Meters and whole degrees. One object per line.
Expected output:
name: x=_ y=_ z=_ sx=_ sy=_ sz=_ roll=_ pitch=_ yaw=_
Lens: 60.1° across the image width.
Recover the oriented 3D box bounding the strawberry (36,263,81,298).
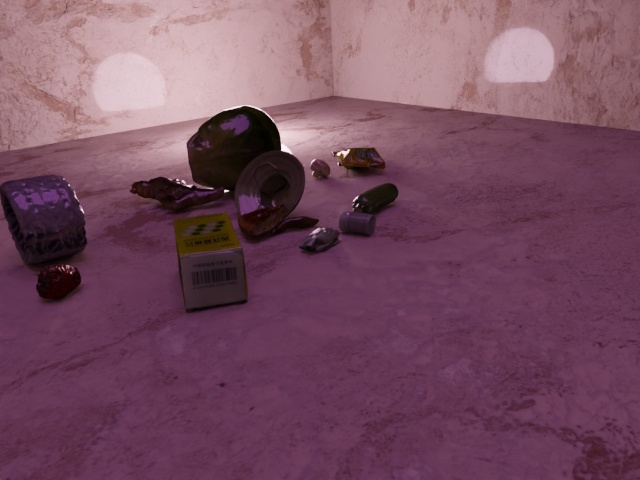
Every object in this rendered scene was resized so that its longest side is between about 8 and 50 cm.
strawberry: x=-0.601 y=0.091 z=1.270 sx=0.096 sy=0.083 sz=0.083 roll=-9 pitch=22 yaw=-35

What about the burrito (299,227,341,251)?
burrito: x=-0.003 y=-0.001 z=1.461 sx=0.074 sy=0.044 sz=0.118 roll=14 pitch=24 yaw=27

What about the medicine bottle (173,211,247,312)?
medicine bottle: x=-0.255 y=0.041 z=1.266 sx=0.137 sy=0.141 sz=0.250 roll=-6 pitch=22 yaw=-16

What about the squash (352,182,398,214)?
squash: x=0.166 y=-0.126 z=1.705 sx=0.077 sy=0.068 sz=0.219 roll=18 pitch=31 yaw=31

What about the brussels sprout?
brussels sprout: x=-0.301 y=-0.312 z=1.935 sx=0.355 sy=0.289 sz=0.281 roll=-20 pitch=14 yaw=-24

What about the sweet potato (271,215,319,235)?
sweet potato: x=-0.076 y=-0.047 z=1.586 sx=0.153 sy=0.038 sz=0.041 roll=-15 pitch=36 yaw=-22

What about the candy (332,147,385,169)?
candy: x=0.146 y=-0.329 z=2.181 sx=0.187 sy=0.081 sz=0.297 roll=-3 pitch=22 yaw=-5

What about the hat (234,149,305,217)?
hat: x=-0.133 y=-0.144 z=1.713 sx=0.252 sy=0.252 sz=0.110 roll=10 pitch=-13 yaw=29

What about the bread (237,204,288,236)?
bread: x=-0.172 y=-0.045 z=1.558 sx=0.154 sy=0.054 sz=0.136 roll=-16 pitch=21 yaw=16

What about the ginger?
ginger: x=-0.491 y=-0.154 z=1.855 sx=0.333 sy=0.080 sz=0.166 roll=18 pitch=42 yaw=27

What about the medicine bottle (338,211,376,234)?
medicine bottle: x=0.103 y=-0.049 z=1.539 sx=0.091 sy=0.058 sz=0.058 roll=8 pitch=25 yaw=25

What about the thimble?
thimble: x=-0.730 y=-0.057 z=1.464 sx=0.157 sy=0.217 sz=0.245 roll=-20 pitch=41 yaw=-33

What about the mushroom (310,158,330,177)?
mushroom: x=-0.003 y=-0.266 z=2.072 sx=0.084 sy=0.067 sz=0.083 roll=29 pitch=3 yaw=-2
